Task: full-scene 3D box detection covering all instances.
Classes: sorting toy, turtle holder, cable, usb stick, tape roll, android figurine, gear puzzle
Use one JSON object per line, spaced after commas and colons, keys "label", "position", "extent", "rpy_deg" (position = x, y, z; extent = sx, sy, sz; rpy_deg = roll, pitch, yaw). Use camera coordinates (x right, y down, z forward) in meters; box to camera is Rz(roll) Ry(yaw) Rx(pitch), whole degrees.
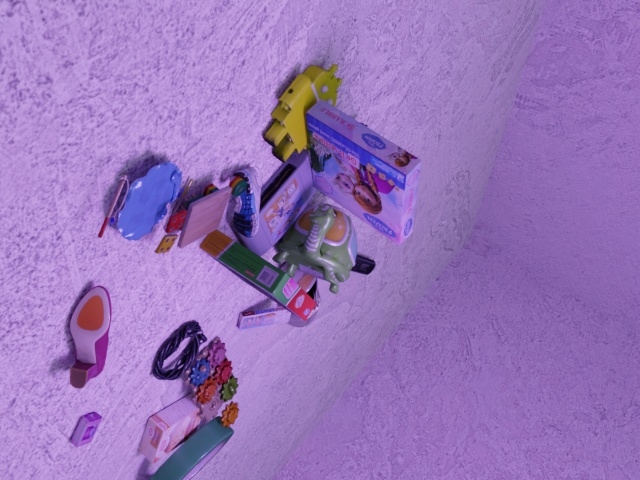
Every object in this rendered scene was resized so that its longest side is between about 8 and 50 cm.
{"label": "sorting toy", "position": [-0.284, -0.060, 1.450], "extent": [0.274, 0.046, 0.132], "rpy_deg": [-36, 158, -49]}
{"label": "turtle holder", "position": [-0.012, -0.001, 1.908], "extent": [0.320, 0.243, 0.227], "rpy_deg": [42, 67, -50]}
{"label": "cable", "position": [-0.389, 0.311, 1.747], "extent": [0.184, 0.047, 0.150], "rpy_deg": [-45, 155, -28]}
{"label": "usb stick", "position": [0.168, 0.102, 2.647], "extent": [0.077, 0.045, 0.278], "rpy_deg": [-53, 159, 7]}
{"label": "tape roll", "position": [-0.426, 0.719, 2.073], "extent": [0.321, 0.077, 0.321], "rpy_deg": [-44, 169, -10]}
{"label": "android figurine", "position": [-0.036, -0.333, 1.618], "extent": [0.273, 0.056, 0.248], "rpy_deg": [-51, 157, -10]}
{"label": "gear puzzle", "position": [-0.316, 0.475, 1.971], "extent": [0.175, 0.044, 0.339], "rpy_deg": [-47, 138, -39]}

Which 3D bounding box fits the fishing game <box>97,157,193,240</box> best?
{"label": "fishing game", "position": [-0.356, -0.086, 1.295], "extent": [0.189, 0.041, 0.264], "rpy_deg": [-62, 167, 15]}

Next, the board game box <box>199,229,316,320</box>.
{"label": "board game box", "position": [-0.158, 0.098, 1.690], "extent": [0.064, 0.242, 0.316], "rpy_deg": [-56, 159, -9]}

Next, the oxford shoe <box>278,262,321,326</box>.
{"label": "oxford shoe", "position": [-0.059, 0.217, 2.213], "extent": [0.169, 0.130, 0.449], "rpy_deg": [-52, 159, -19]}

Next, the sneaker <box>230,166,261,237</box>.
{"label": "sneaker", "position": [-0.176, -0.098, 1.596], "extent": [0.083, 0.071, 0.190], "rpy_deg": [-49, 147, -53]}

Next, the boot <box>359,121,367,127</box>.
{"label": "boot", "position": [0.105, -0.261, 1.961], "extent": [0.263, 0.091, 0.229], "rpy_deg": [-30, 146, -46]}

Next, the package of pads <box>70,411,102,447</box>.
{"label": "package of pads", "position": [-0.584, 0.472, 1.572], "extent": [0.083, 0.032, 0.050], "rpy_deg": [-63, 159, 13]}

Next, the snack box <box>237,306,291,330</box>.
{"label": "snack box", "position": [-0.179, 0.250, 2.038], "extent": [0.178, 0.022, 0.064], "rpy_deg": [-6, 133, -31]}

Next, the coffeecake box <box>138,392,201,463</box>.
{"label": "coffeecake box", "position": [-0.453, 0.574, 1.936], "extent": [0.185, 0.068, 0.142], "rpy_deg": [-22, 141, -55]}

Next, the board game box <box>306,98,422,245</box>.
{"label": "board game box", "position": [0.108, -0.170, 1.645], "extent": [0.066, 0.319, 0.318], "rpy_deg": [-45, 155, -21]}

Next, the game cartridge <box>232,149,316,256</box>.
{"label": "game cartridge", "position": [-0.118, -0.096, 1.768], "extent": [0.297, 0.062, 0.198], "rpy_deg": [-51, 153, -15]}

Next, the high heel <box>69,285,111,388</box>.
{"label": "high heel", "position": [-0.489, 0.197, 1.379], "extent": [0.117, 0.082, 0.244], "rpy_deg": [-83, -176, -74]}
